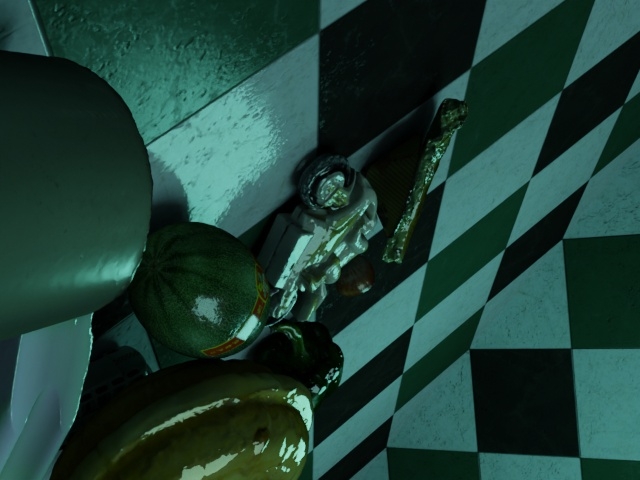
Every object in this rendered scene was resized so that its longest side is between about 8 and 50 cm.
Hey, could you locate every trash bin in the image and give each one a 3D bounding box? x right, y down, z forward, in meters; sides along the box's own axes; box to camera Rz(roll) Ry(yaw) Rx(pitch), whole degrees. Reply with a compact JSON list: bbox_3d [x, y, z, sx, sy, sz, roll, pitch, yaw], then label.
[{"bbox_3d":[-0.354,-0.024,0.731,0.280,0.280,0.432,-55,160,24],"label":"trash bin"}]

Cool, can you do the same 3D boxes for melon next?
[{"bbox_3d":[-0.162,0.075,1.369,0.182,0.182,0.287,-44,160,-3],"label":"melon"}]

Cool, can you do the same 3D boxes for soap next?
[{"bbox_3d":[-0.383,0.171,1.108,0.115,0.208,0.347,-13,142,-54],"label":"soap"}]

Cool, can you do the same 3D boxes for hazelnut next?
[{"bbox_3d":[0.064,0.069,1.923,0.086,0.086,0.086,-37,157,-19],"label":"hazelnut"}]

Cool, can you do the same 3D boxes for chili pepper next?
[{"bbox_3d":[-0.044,0.240,1.919,0.174,0.165,0.261,-26,152,-13],"label":"chili pepper"}]

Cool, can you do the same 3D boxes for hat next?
[{"bbox_3d":[0.108,-0.104,1.686,0.193,0.082,0.193,-165,-90,-87],"label":"hat"}]

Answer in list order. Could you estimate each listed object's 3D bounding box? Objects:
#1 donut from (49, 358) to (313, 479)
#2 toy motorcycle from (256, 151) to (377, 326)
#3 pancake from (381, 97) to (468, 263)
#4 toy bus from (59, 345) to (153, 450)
[{"bbox_3d":[-0.204,0.346,1.467,0.449,0.198,0.449,-25,147,-18],"label":"donut"},{"bbox_3d":[0.000,0.000,1.630,0.223,0.108,0.340,-7,131,-48],"label":"toy motorcycle"},{"bbox_3d":[0.179,-0.099,1.728,0.376,0.054,0.197,107,5,-47],"label":"pancake"},{"bbox_3d":[-0.335,0.225,1.467,0.194,0.087,0.089,-25,142,-38],"label":"toy bus"}]
